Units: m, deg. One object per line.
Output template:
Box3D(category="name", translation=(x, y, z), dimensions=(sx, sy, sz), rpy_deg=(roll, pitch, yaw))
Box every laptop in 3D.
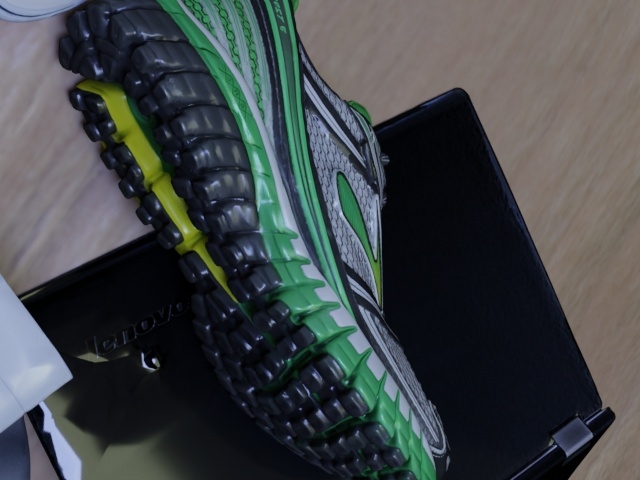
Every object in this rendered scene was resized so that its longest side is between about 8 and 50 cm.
Box3D(category="laptop", translation=(-0.002, 0.166, 0.792), dimensions=(0.381, 0.236, 0.408), rpy_deg=(-27, 152, -27))

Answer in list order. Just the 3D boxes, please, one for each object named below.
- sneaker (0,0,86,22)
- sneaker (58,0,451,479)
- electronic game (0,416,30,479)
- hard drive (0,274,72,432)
Box3D(category="sneaker", translation=(-0.070, -0.199, 0.533), dimensions=(0.258, 0.091, 0.094), rpy_deg=(-43, 129, -17))
Box3D(category="sneaker", translation=(0.000, 0.000, 0.605), dimensions=(0.146, 0.134, 0.344), rpy_deg=(-35, 109, -32))
Box3D(category="electronic game", translation=(-0.254, 0.116, 0.497), dimensions=(0.229, 0.048, 0.229), rpy_deg=(4, 80, -25))
Box3D(category="hard drive", translation=(-0.288, 0.071, 0.437), dimensions=(0.307, 0.040, 0.203), rpy_deg=(-38, 99, -26))
